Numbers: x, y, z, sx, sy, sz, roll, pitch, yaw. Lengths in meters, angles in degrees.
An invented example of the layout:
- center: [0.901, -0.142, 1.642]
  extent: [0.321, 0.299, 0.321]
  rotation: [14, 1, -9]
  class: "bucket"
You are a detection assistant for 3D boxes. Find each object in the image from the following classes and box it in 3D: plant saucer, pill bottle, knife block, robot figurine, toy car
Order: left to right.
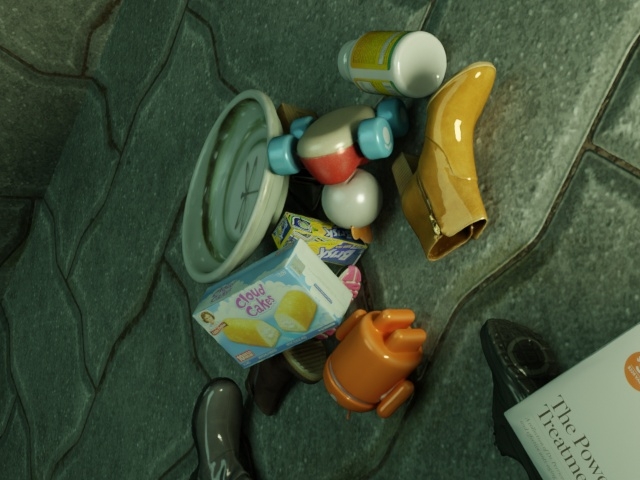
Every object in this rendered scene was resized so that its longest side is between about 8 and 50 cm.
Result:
- center: [-0.154, -0.099, 1.959]
  extent: [0.400, 0.100, 0.400]
  rotation: [-39, 43, 50]
  class: "plant saucer"
- center: [-0.050, -0.149, 2.014]
  extent: [0.275, 0.088, 0.242]
  rotation: [-49, 43, 37]
  class: "knife block"
- center: [0.057, -0.113, 1.794]
  extent: [0.219, 0.210, 0.238]
  rotation: [-8, 111, 25]
  class: "toy car"
- center: [0.088, 0.209, 1.667]
  extent: [0.219, 0.158, 0.128]
  rotation: [-53, 0, 33]
  class: "robot figurine"
- center: [0.123, -0.322, 1.782]
  extent: [0.208, 0.117, 0.117]
  rotation: [18, 96, 56]
  class: "pill bottle"

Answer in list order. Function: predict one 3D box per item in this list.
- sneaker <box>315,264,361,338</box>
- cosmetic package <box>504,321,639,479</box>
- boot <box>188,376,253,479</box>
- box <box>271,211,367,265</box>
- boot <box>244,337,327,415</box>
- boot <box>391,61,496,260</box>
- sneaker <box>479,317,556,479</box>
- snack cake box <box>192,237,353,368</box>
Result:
- center: [0.017, 0.104, 1.860]
  extent: [0.075, 0.063, 0.170]
  rotation: [55, 130, 40]
  class: "sneaker"
- center: [0.415, 0.283, 1.084]
  extent: [0.284, 0.097, 0.377]
  rotation: [-45, 66, 37]
  class: "cosmetic package"
- center: [-0.174, 0.469, 2.015]
  extent: [0.223, 0.118, 0.338]
  rotation: [22, 110, 53]
  class: "boot"
- center: [0.000, 0.000, 1.821]
  extent: [0.059, 0.169, 0.054]
  rotation: [-57, 38, 29]
  class: "box"
- center: [-0.072, 0.268, 1.955]
  extent: [0.248, 0.090, 0.207]
  rotation: [47, 131, 50]
  class: "boot"
- center: [0.230, -0.121, 1.593]
  extent: [0.295, 0.104, 0.211]
  rotation: [-55, 45, 39]
  class: "boot"
- center: [0.285, 0.238, 1.393]
  extent: [0.130, 0.109, 0.286]
  rotation: [-58, 36, 38]
  class: "sneaker"
- center: [-0.091, 0.119, 1.800]
  extent: [0.264, 0.152, 0.089]
  rotation: [-29, 23, 38]
  class: "snack cake box"
